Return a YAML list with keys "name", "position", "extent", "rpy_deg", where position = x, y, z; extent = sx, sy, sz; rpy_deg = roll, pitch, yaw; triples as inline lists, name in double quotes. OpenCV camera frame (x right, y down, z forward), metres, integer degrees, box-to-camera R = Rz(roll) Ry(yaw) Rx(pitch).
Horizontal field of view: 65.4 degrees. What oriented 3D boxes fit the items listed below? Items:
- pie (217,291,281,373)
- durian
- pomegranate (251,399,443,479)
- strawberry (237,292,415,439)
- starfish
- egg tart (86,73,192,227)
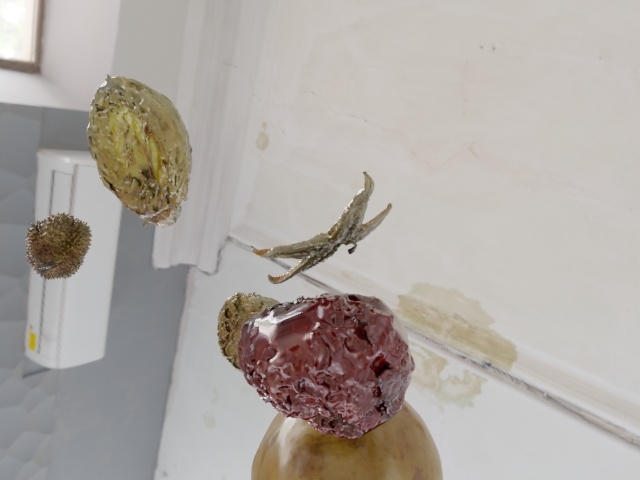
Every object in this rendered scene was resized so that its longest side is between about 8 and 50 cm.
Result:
- name: "pie"
  position: [-0.169, 0.265, 1.358]
  extent: [0.274, 0.055, 0.274]
  rpy_deg: [8, -68, 22]
- name: "durian"
  position: [-0.613, 0.011, 1.165]
  extent: [0.158, 0.137, 0.168]
  rpy_deg: [-52, -140, 29]
- name: "pomegranate"
  position: [0.056, 0.481, 0.942]
  extent: [0.410, 0.410, 0.410]
  rpy_deg: [5, -81, 35]
- name: "strawberry"
  position: [0.017, 0.190, 0.766]
  extent: [0.274, 0.274, 0.220]
  rpy_deg: [-18, -102, 36]
- name: "starfish"
  position: [0.000, 0.001, 0.757]
  extent: [0.247, 0.138, 0.050]
  rpy_deg: [-34, -118, 15]
- name: "egg tart"
  position: [-0.282, -0.147, 0.818]
  extent: [0.232, 0.098, 0.252]
  rpy_deg: [16, -57, 30]
